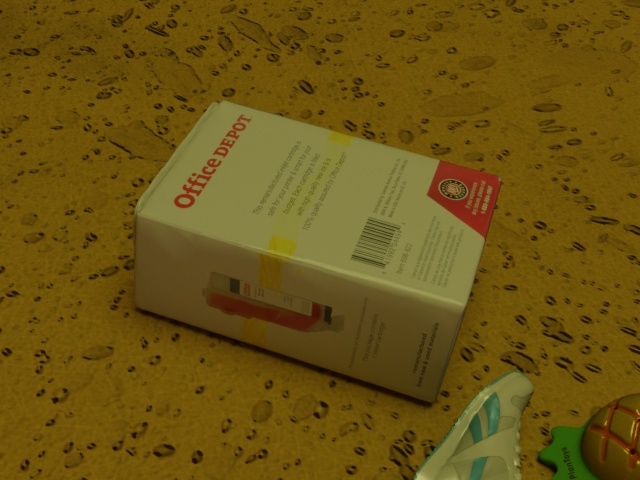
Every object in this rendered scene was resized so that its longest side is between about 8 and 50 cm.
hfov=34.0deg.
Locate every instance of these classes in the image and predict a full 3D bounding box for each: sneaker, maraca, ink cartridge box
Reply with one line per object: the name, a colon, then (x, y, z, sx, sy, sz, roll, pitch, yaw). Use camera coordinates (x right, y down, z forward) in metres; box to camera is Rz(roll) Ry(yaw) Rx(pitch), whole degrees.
sneaker: (0.174, 0.231, 1.109, 0.092, 0.087, 0.229, 33, 51, 16)
maraca: (0.332, 0.227, 1.135, 0.186, 0.099, 0.127, -18, 38, 7)
ink cartridge box: (0.000, 0.000, 1.280, 0.385, 0.160, 0.279, 17, 39, 8)
